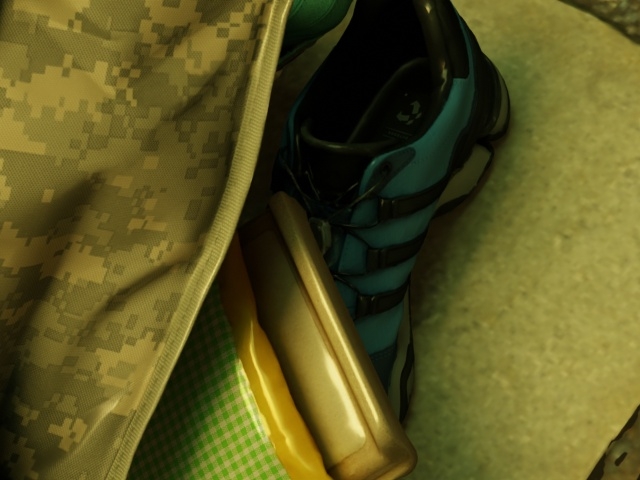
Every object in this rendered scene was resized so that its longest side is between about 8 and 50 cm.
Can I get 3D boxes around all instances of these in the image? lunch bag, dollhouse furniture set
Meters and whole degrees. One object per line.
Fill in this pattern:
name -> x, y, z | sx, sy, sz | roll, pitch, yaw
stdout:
lunch bag -> -0.156, -0.018, 0.863 | 0.235, 0.168, 0.287 | 32, 112, 57
dollhouse furniture set -> -0.058, 0.136, 0.823 | 0.197, 0.151, 0.302 | -35, 66, 23

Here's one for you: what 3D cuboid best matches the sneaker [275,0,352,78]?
sneaker -> -0.088, -0.088, 1.012 | 0.302, 0.108, 0.121 | -10, 71, 52

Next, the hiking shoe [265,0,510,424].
hiking shoe -> 0.000, 0.000, 0.957 | 0.113, 0.132, 0.304 | 11, 66, 23
